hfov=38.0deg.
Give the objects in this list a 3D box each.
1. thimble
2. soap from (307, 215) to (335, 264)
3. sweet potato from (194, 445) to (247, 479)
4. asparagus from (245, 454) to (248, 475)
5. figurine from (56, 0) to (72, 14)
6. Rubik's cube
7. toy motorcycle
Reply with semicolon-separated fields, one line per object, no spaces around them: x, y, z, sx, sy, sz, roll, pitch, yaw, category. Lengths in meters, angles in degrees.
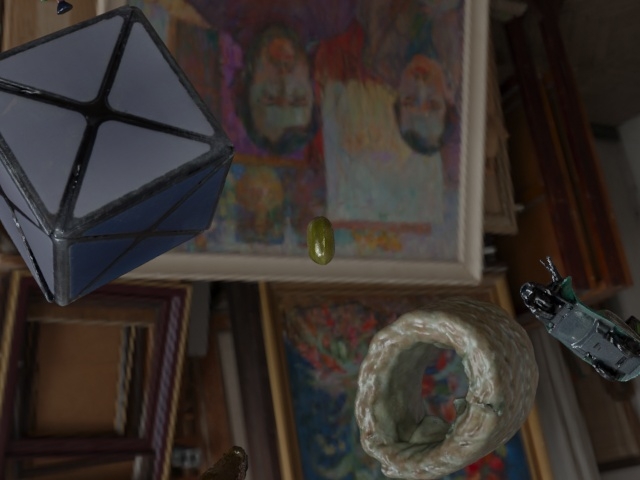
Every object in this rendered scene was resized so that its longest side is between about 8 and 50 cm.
0.152;0.183;1.164;0.229;0.196;0.148;-45;158;27;thimble
-0.001;0.000;1.681;0.045;0.089;0.140;0;-179;-5;soap
-0.176;0.364;1.069;0.131;0.336;0.131;11;130;14;sweet potato
-0.118;0.387;1.253;0.024;0.025;0.248;3;118;-10;asparagus
-0.415;-0.459;1.479;0.111;0.195;0.102;25;152;-2;figurine
-0.293;-0.108;1.198;0.260;0.255;0.259;-30;166;-27;Rubik's cube
0.297;0.090;1.037;0.173;0.100;0.058;34;120;-3;toy motorcycle
